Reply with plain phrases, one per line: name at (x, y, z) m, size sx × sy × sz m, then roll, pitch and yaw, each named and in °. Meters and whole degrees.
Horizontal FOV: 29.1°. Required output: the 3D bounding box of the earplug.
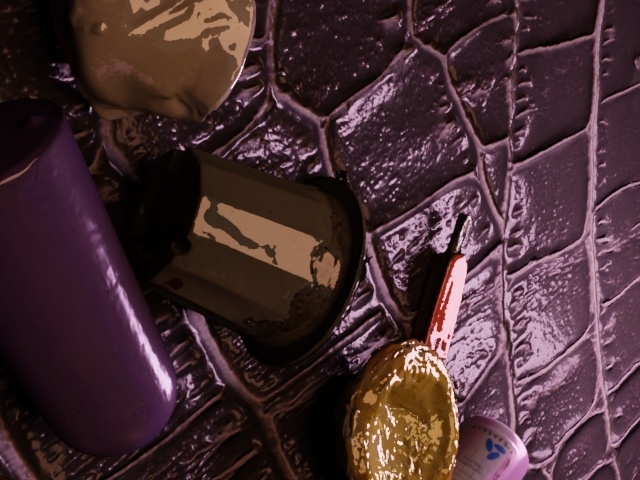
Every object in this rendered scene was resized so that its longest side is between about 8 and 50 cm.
earplug at (-0.312, 0.072, 1.459) m, size 0.215 × 0.215 × 0.456 m, roll -48°, pitch 131°, yaw -35°

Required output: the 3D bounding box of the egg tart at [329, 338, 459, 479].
egg tart at (0.110, 0.312, 2.019) m, size 0.315 × 0.120 × 0.315 m, roll 1°, pitch 89°, yaw -48°

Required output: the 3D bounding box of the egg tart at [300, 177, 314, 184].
egg tart at (0.000, 0.000, 1.874) m, size 0.191 × 0.074 × 0.191 m, roll -10°, pitch 107°, yaw -34°

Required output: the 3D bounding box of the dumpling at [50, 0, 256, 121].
dumpling at (-0.204, -0.292, 1.514) m, size 0.187 × 0.242 × 0.318 m, roll -56°, pitch 153°, yaw -71°

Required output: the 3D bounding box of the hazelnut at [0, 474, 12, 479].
hazelnut at (-0.388, 0.351, 1.390) m, size 0.210 × 0.186 × 0.210 m, roll 11°, pitch 90°, yaw -67°

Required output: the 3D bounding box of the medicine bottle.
medicine bottle at (0.246, 0.437, 2.169) m, size 0.254 × 0.152 × 0.152 m, roll -41°, pitch 123°, yaw -38°

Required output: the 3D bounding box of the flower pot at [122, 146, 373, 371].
flower pot at (-0.113, 0.011, 1.648) m, size 0.259 × 0.290 × 0.290 m, roll 22°, pitch 77°, yaw -35°

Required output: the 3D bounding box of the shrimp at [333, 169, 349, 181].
shrimp at (0.031, -0.035, 1.966) m, size 0.091 × 0.034 × 0.161 m, roll -13°, pitch 111°, yaw -57°

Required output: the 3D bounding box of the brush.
brush at (0.212, 0.105, 2.175) m, size 0.070 × 0.051 × 0.323 m, roll 26°, pitch 77°, yaw -41°
